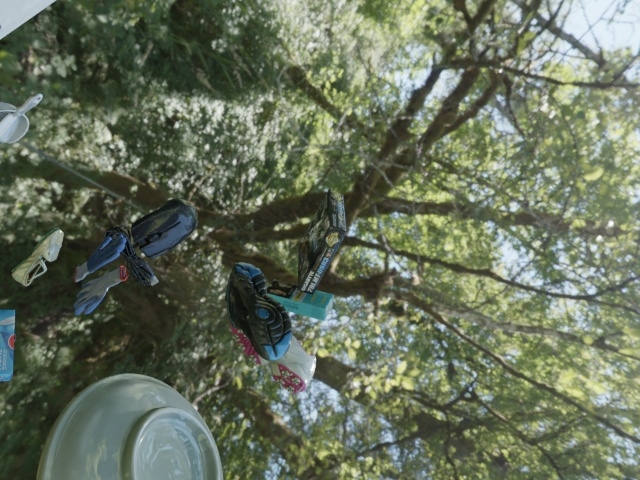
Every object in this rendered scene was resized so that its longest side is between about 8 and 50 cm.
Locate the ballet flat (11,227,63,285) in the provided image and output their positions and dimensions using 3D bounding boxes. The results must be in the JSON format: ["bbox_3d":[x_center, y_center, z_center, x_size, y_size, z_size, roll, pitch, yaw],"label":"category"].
[{"bbox_3d":[-0.653,0.042,1.118,0.168,0.052,0.057,-43,180,9],"label":"ballet flat"}]

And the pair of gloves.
[{"bbox_3d":[-0.506,0.074,1.091,0.159,0.023,0.198,-33,-135,9],"label":"pair of gloves"}]

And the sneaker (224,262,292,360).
[{"bbox_3d":[-0.180,0.215,1.326,0.139,0.125,0.340,-62,-143,26],"label":"sneaker"}]

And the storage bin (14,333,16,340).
[{"bbox_3d":[-1.049,0.362,1.531,0.091,0.098,0.135,-49,-163,52],"label":"storage bin"}]

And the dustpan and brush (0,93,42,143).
[{"bbox_3d":[-0.783,-0.314,1.194,0.211,0.060,0.147,-39,164,10],"label":"dustpan and brush"}]

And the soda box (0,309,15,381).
[{"bbox_3d":[-0.982,0.319,1.448,0.067,0.071,0.210,-42,-127,40],"label":"soda box"}]

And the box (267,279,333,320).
[{"bbox_3d":[-0.082,0.220,1.768,0.100,0.245,0.060,-53,152,-58],"label":"box"}]

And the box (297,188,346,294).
[{"bbox_3d":[0.000,0.000,1.755,0.295,0.074,0.293,-91,-156,-57],"label":"box"}]

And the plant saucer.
[{"bbox_3d":[-0.285,0.416,0.840,0.101,0.400,0.400,-28,-151,18],"label":"plant saucer"}]

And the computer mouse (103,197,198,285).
[{"bbox_3d":[-0.432,-0.021,1.310,0.072,0.188,0.272,-8,-149,45],"label":"computer mouse"}]

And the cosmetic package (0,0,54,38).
[{"bbox_3d":[-0.700,-0.599,0.981,0.377,0.098,0.284,-59,170,-28],"label":"cosmetic package"}]

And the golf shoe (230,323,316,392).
[{"bbox_3d":[-0.144,0.333,1.477,0.115,0.306,0.140,-48,178,43],"label":"golf shoe"}]
